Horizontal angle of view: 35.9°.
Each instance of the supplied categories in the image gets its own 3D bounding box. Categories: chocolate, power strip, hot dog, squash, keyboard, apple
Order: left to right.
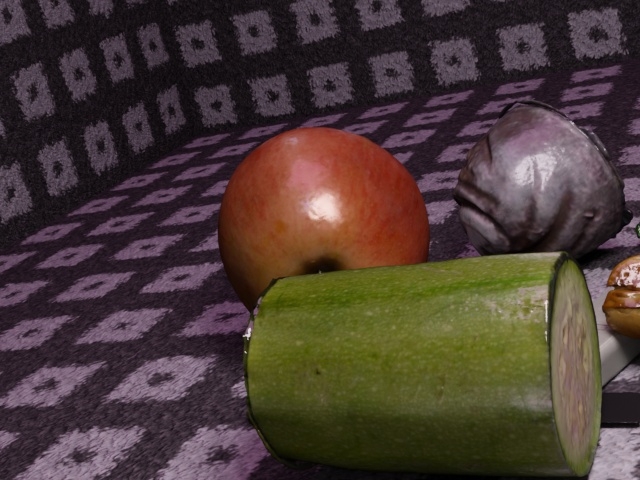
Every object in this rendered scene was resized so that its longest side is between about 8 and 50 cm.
[{"bbox_3d":[0.000,0.000,1.655,0.363,0.364,0.364,-13,17,4],"label":"apple"},{"bbox_3d":[0.127,0.155,1.202,0.384,0.263,0.263,-6,19,29],"label":"squash"},{"bbox_3d":[0.350,-0.065,1.707,0.213,0.303,0.303,-39,25,-19],"label":"chocolate"},{"bbox_3d":[0.313,0.219,1.265,0.196,0.015,0.074,-7,23,26],"label":"keyboard"},{"bbox_3d":[0.419,0.122,1.404,0.338,0.058,0.098,-28,23,-38],"label":"power strip"},{"bbox_3d":[0.543,0.096,1.285,0.337,0.100,0.135,5,37,22],"label":"hot dog"}]

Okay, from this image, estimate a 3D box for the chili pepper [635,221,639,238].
[{"bbox_3d":[0.652,-0.030,1.691,0.216,0.062,0.108,-14,17,10],"label":"chili pepper"}]
